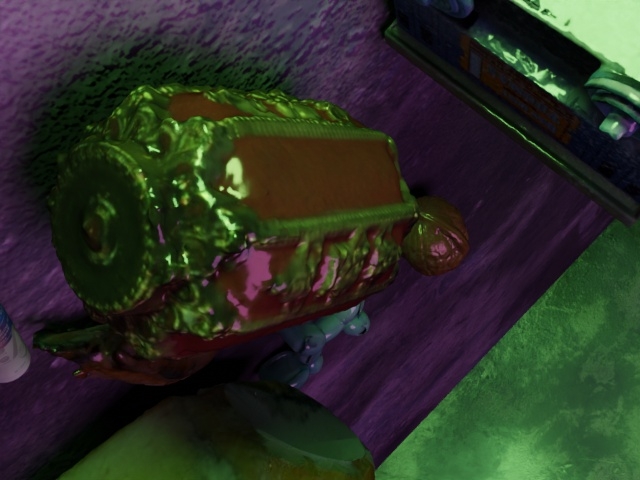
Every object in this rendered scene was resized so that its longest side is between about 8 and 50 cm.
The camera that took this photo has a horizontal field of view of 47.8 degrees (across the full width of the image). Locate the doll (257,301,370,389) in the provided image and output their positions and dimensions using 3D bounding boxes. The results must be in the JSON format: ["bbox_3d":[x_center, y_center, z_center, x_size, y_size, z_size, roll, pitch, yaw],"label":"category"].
[{"bbox_3d":[0.001,0.126,0.960,0.158,0.059,0.159,-15,140,-49],"label":"doll"}]

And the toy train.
[{"bbox_3d":[0.176,-0.151,0.528,0.131,0.299,0.202,-48,166,0],"label":"toy train"}]

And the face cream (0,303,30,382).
[{"bbox_3d":[-0.224,0.051,0.472,0.034,0.034,0.130,-36,154,-25],"label":"face cream"}]

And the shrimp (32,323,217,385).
[{"bbox_3d":[-0.131,0.069,0.635,0.145,0.059,0.254,-51,158,0],"label":"shrimp"}]

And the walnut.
[{"bbox_3d":[0.144,-0.008,0.951,0.105,0.105,0.124,-44,142,-8],"label":"walnut"}]

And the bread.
[{"bbox_3d":[-0.111,0.285,0.775,0.264,0.239,0.395,-48,155,12],"label":"bread"}]

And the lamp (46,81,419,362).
[{"bbox_3d":[-0.045,-0.016,0.501,0.274,0.177,0.177,-8,136,-57],"label":"lamp"}]

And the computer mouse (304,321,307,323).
[{"bbox_3d":[-0.010,0.059,0.858,0.066,0.039,0.096,-28,158,-38],"label":"computer mouse"}]
